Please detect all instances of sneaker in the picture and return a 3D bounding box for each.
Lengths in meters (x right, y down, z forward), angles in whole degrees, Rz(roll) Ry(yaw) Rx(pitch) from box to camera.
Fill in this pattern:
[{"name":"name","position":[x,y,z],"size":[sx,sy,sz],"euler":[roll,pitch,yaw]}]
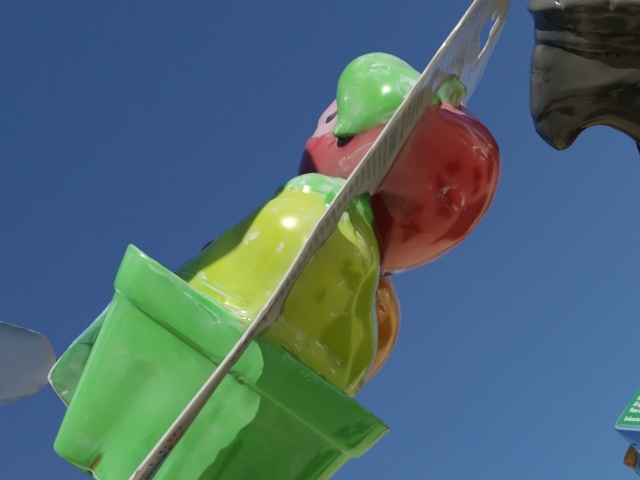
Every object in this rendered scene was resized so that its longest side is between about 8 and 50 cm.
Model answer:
[{"name":"sneaker","position":[0.284,-0.109,0.934],"size":[0.109,0.286,0.130],"euler":[-75,-10,-74]}]

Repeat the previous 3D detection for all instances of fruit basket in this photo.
[{"name":"fruit basket","position":[0.000,0.000,0.734],"size":[0.353,0.165,0.327],"euler":[-61,-6,-6]}]

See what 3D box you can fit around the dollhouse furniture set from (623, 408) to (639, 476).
[{"name":"dollhouse furniture set","position":[0.286,0.071,0.804],"size":[0.151,0.197,0.301],"euler":[36,-67,-22]}]

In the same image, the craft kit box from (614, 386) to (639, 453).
[{"name":"craft kit box","position":[0.293,0.142,0.569],"size":[0.246,0.250,0.061],"euler":[45,-110,-14]}]

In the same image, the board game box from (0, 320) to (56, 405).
[{"name":"board game box","position":[-0.301,0.082,1.075],"size":[0.168,0.033,0.133],"euler":[20,-43,-28]}]
